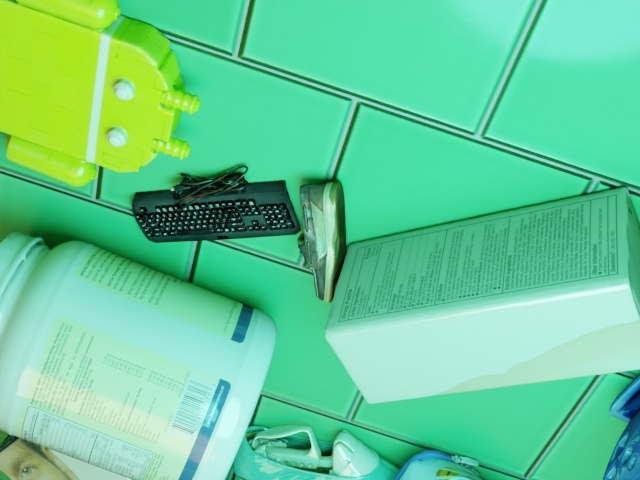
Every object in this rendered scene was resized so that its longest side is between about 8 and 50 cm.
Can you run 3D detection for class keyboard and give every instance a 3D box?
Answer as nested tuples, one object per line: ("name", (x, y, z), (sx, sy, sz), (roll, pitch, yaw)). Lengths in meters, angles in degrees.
("keyboard", (-0.124, -0.030, 1.105), (0.192, 0.038, 0.100), (-5, 130, 19))

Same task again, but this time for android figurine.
("android figurine", (-0.253, -0.159, 1.011), (0.272, 0.056, 0.248), (21, 134, -2))

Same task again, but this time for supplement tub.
("supplement tub", (-0.235, 0.140, 1.154), (0.324, 0.235, 0.235), (22, 134, -4))

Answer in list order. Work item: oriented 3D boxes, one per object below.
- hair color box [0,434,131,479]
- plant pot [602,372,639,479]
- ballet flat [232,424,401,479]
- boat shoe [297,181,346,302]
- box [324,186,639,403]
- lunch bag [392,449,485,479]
("hair color box", (-0.274, 0.354, 1.416), (0.339, 0.110, 0.185), (46, 126, -11))
("plant pot", (0.445, 0.219, 1.051), (0.235, 0.212, 0.236), (22, 133, -5))
("ballet flat", (0.000, 0.293, 1.340), (0.247, 0.083, 0.087), (6, 119, 8))
("boat shoe", (0.000, 0.000, 1.089), (0.049, 0.056, 0.152), (10, 124, 13))
("box", (0.175, 0.062, 1.031), (0.311, 0.148, 0.121), (-11, 128, 26))
("lunch bag", (0.137, 0.426, 1.304), (0.243, 0.115, 0.303), (37, 89, -25))
